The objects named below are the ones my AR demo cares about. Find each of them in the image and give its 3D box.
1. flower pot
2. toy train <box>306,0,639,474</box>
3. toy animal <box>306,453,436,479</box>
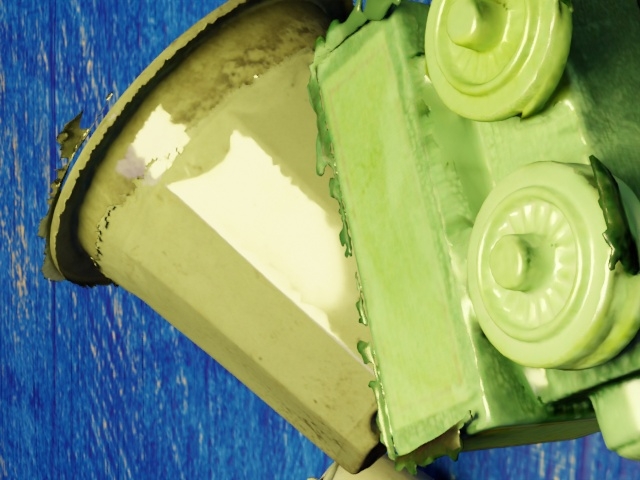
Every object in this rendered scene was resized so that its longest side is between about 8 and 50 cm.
[{"bbox_3d":[0.000,0.000,0.723,0.259,0.290,0.290,42,124,13],"label":"flower pot"},{"bbox_3d":[0.106,-0.022,0.522,0.188,0.159,0.272,-36,60,50],"label":"toy train"},{"bbox_3d":[0.028,0.242,0.800,0.138,0.166,0.179,23,100,24],"label":"toy animal"}]
